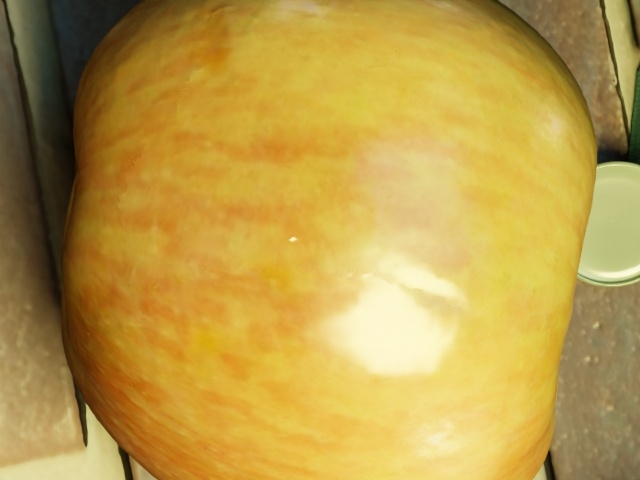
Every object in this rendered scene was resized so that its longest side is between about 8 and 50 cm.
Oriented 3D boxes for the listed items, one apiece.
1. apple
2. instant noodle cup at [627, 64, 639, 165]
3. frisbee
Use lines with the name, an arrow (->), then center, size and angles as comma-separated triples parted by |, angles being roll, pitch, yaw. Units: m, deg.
apple -> 0.000, 0.000, 1.194 | 0.346, 0.391, 0.392 | 9, 77, -1
instant noodle cup -> 0.338, -0.093, 1.579 | 0.179, 0.070, 0.157 | 15, 77, -28
frisbee -> 0.242, -0.014, 1.510 | 0.110, 0.014, 0.110 | 0, 110, 1
